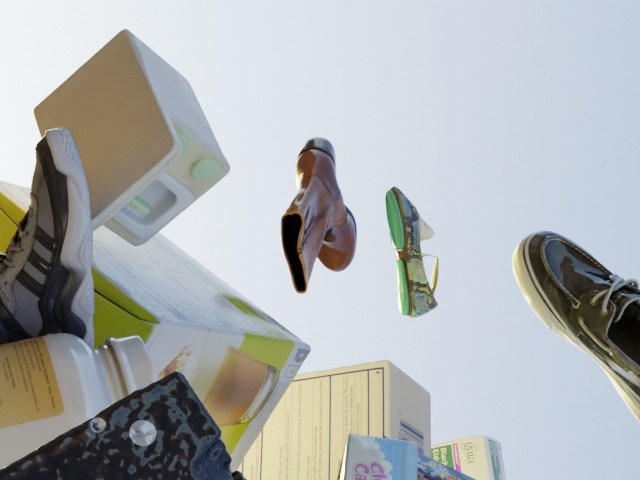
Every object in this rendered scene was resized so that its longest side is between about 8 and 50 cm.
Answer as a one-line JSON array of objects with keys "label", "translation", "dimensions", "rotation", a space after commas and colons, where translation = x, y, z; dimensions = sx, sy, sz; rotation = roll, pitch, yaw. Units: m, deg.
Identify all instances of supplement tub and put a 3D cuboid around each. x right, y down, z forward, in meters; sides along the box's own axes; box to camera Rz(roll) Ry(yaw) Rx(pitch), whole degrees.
[{"label": "supplement tub", "translation": [-0.308, 0.215, 1.330], "dimensions": [0.228, 0.316, 0.228], "rotation": [169, -90, -75]}]

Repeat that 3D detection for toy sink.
[{"label": "toy sink", "translation": [-0.207, -0.097, 1.587], "dimensions": [0.153, 0.131, 0.234], "rotation": [-40, -135, 12]}]

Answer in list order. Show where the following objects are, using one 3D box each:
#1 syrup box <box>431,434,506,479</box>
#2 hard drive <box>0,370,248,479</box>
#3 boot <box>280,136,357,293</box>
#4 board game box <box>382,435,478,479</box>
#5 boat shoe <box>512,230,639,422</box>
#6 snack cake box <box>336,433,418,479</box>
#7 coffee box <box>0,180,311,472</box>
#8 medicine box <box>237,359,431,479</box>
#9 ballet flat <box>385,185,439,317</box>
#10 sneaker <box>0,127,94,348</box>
[{"label": "syrup box", "translation": [0.175, 0.384, 2.254], "dimensions": [0.237, 0.096, 0.093], "rotation": [-16, -112, 23]}, {"label": "hard drive", "translation": [-0.163, 0.256, 0.826], "dimensions": [0.237, 0.339, 0.064], "rotation": [54, -31, 12]}, {"label": "boot", "translation": [0.000, 0.000, 2.335], "dimensions": [0.280, 0.096, 0.264], "rotation": [-78, 168, -57]}, {"label": "board game box", "translation": [0.150, 0.340, 1.744], "dimensions": [0.035, 0.201, 0.136], "rotation": [-49, 157, -49]}, {"label": "boat shoe", "translation": [0.390, 0.100, 1.829], "dimensions": [0.335, 0.121, 0.119], "rotation": [48, -28, 18]}, {"label": "snack cake box", "translation": [0.052, 0.368, 1.596], "dimensions": [0.264, 0.089, 0.152], "rotation": [-82, -179, -53]}, {"label": "coffee box", "translation": [-0.291, 0.167, 1.735], "dimensions": [0.338, 0.334, 0.337], "rotation": [35, -80, 29]}, {"label": "medicine box", "translation": [0.002, 0.336, 2.036], "dimensions": [0.289, 0.149, 0.263], "rotation": [-12, -118, 25]}, {"label": "ballet flat", "translation": [0.133, 0.014, 1.979], "dimensions": [0.070, 0.070, 0.188], "rotation": [12, -70, 65]}, {"label": "sneaker", "translation": [-0.310, 0.020, 1.425], "dimensions": [0.101, 0.153, 0.268], "rotation": [-130, -141, -68]}]
